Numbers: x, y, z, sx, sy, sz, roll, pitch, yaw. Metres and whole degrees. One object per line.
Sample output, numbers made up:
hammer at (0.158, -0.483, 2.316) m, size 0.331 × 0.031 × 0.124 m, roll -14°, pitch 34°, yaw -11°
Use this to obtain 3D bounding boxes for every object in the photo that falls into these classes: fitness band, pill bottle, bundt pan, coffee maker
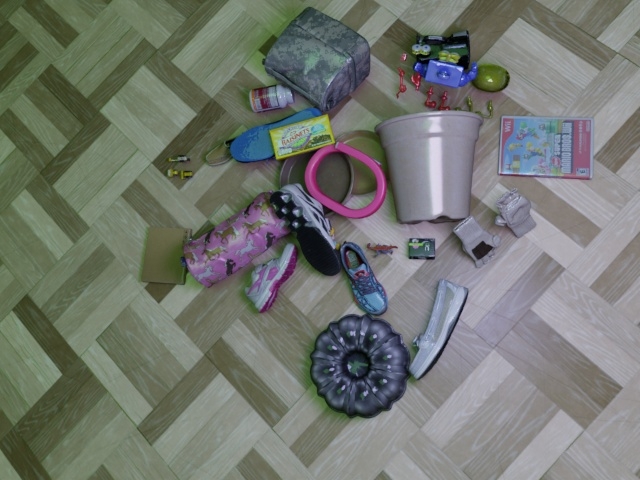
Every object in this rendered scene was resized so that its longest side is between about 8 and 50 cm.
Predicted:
fitness band at (0.081, -0.193, 1.771) m, size 0.290 × 0.054 × 0.209 m, roll 32°, pitch 101°, yaw 22°
pill bottle at (-0.173, -0.511, 1.969) m, size 0.151 × 0.086 × 0.086 m, roll -8°, pitch 76°, yaw 9°
bundt pan at (0.113, 0.385, 1.692) m, size 0.330 × 0.124 × 0.331 m, roll -2°, pitch 78°, yaw 11°
coffee maker at (0.417, -0.621, 1.873) m, size 0.178 × 0.120 × 0.172 m, roll 0°, pitch 106°, yaw 13°

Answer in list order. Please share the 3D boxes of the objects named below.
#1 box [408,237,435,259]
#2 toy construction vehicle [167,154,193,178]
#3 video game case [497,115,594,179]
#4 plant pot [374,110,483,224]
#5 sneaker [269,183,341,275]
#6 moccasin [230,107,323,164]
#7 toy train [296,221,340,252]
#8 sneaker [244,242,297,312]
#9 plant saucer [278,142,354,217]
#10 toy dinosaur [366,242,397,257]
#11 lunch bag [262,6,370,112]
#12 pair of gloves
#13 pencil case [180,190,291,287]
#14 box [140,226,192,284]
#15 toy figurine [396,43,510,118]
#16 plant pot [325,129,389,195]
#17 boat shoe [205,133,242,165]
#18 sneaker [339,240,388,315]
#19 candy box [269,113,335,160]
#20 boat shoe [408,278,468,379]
box at (0.326, 0.027, 1.765) m, size 0.083 × 0.052 × 0.062 m, roll 0°, pitch 77°, yaw 10°
toy construction vehicle at (-0.511, -0.267, 2.014) m, size 0.098 × 0.035 × 0.086 m, roll -3°, pitch 88°, yaw 13°
video game case at (0.726, -0.302, 1.773) m, size 0.284 × 0.025 × 0.204 m, roll 4°, pitch 79°, yaw 13°
plant pot at (0.341, -0.208, 1.702) m, size 0.333 × 0.334 × 0.306 m, roll -3°, pitch 89°, yaw 11°
sneaker at (-0.015, -0.046, 1.771) m, size 0.122 × 0.146 × 0.331 m, roll -26°, pitch 100°, yaw 39°
moccasin at (-0.142, -0.346, 1.915) m, size 0.341 × 0.117 × 0.138 m, roll -18°, pitch 86°, yaw 2°
toy train at (0.000, 0.000, 1.844) m, size 0.125 × 0.046 × 0.166 m, roll -30°, pitch 75°, yaw 13°
sneaker at (-0.169, 0.109, 1.820) m, size 0.111 × 0.103 × 0.252 m, roll 32°, pitch 85°, yaw 15°
plant saucer at (-0.012, -0.205, 1.867) m, size 0.277 × 0.041 × 0.278 m, roll -3°, pitch 82°, yaw 22°
toy dinosaur at (0.195, 0.020, 1.788) m, size 0.082 × 0.090 × 0.047 m, roll 11°, pitch 61°, yaw -18°
lunch bag at (-0.016, -0.607, 1.881) m, size 0.305 × 0.213 × 0.256 m, roll 38°, pitch 75°, yaw 16°
pair of gloves at (0.539, -0.036, 1.668) m, size 0.240 × 0.204 × 0.042 m, roll -34°, pitch 41°, yaw 7°
pencil case at (-0.278, -0.006, 1.843) m, size 0.386 × 0.167 × 0.160 m, roll -33°, pitch 38°, yaw 2°
box at (-0.547, 0.052, 1.951) m, size 0.164 × 0.021 × 0.202 m, roll 3°, pitch 78°, yaw 12°
toy figurine at (0.410, -0.495, 1.735) m, size 0.362 × 0.217 × 0.192 m, roll 18°, pitch 110°, yaw 7°
plant pot at (0.134, -0.263, 1.880) m, size 0.236 × 0.032 × 0.237 m, roll -2°, pitch 78°, yaw 11°
boat shoe at (-0.334, -0.334, 1.968) m, size 0.189 × 0.072 × 0.068 m, roll -29°, pitch 74°, yaw 4°
sneaker at (0.124, 0.121, 1.746) m, size 0.104 × 0.125 × 0.262 m, roll -30°, pitch 73°, yaw 4°
candy box at (-0.061, -0.344, 1.835) m, size 0.205 × 0.027 × 0.105 m, roll -15°, pitch 82°, yaw 4°
boat shoe at (0.346, 0.271, 1.678) m, size 0.103 × 0.118 × 0.321 m, roll 25°, pitch 79°, yaw 21°
